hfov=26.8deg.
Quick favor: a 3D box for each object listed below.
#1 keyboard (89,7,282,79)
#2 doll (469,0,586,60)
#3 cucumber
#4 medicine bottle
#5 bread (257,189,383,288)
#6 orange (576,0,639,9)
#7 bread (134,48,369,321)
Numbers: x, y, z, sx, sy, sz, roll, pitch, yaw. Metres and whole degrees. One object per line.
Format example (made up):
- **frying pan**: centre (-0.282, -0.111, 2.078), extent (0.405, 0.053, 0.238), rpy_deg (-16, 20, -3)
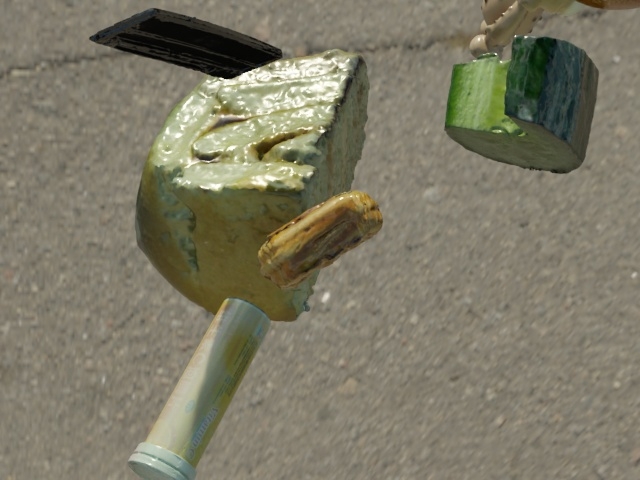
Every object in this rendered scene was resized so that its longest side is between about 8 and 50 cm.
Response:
- **keyboard**: centre (-0.129, -0.202, 1.386), extent (0.087, 0.250, 0.017), rpy_deg (-19, 78, 27)
- **doll**: centre (0.299, -0.349, 1.871), extent (0.119, 0.278, 0.154), rpy_deg (34, 65, -5)
- **cucumber**: centre (0.263, -0.173, 1.732), extent (0.191, 0.191, 0.130), rpy_deg (16, 73, -3)
- **medicine bottle**: centre (-0.128, 0.169, 1.479), extent (0.074, 0.074, 0.218), rpy_deg (26, 64, 3)
- **bread**: centre (0.000, 0.000, 1.088), extent (0.111, 0.083, 0.044), rpy_deg (-31, 82, -9)
- **orange**: centre (0.337, -0.349, 1.487), extent (0.206, 0.206, 0.206), rpy_deg (5, 61, -9)
- **bread**: centre (-0.095, -0.100, 1.825), extent (0.264, 0.239, 0.395), rpy_deg (7, 42, 12)
